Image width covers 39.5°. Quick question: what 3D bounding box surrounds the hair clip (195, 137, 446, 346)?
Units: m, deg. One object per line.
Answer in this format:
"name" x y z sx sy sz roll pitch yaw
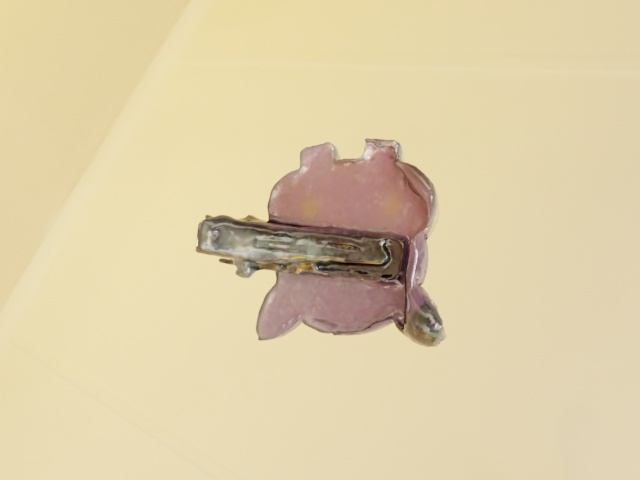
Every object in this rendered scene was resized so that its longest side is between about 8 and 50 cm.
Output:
"hair clip" 0.003 0.001 0.638 0.187 0.056 0.146 0 -96 21
